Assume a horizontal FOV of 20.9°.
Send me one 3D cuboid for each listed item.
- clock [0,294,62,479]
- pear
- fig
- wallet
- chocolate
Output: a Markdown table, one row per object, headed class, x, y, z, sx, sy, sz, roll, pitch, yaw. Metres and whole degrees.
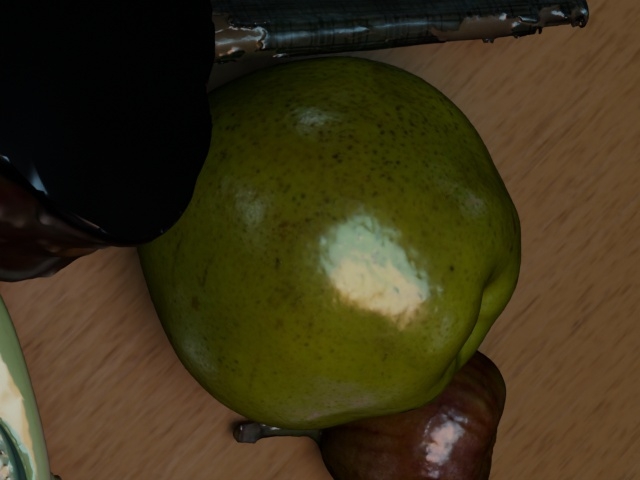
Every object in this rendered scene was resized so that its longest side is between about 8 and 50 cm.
| class | x | y | z | sx | sy | sz | roll | pitch | yaw |
| --- | --- | --- | --- | --- | --- | --- | --- | --- | --- |
| clock | -0.341 | 0.192 | 1.300 | 0.286 | 0.117 | 0.348 | -22 | 103 | -16 |
| pear | 0.000 | 0.000 | 1.318 | 0.294 | 0.294 | 0.294 | -2 | 97 | -19 |
| fig | 0.066 | 0.166 | 1.436 | 0.148 | 0.202 | 0.149 | -44 | 113 | -48 |
| wallet | 0.035 | -0.198 | 1.362 | 0.317 | 0.169 | 0.044 | -8 | 124 | -18 |
| chocolate | -0.217 | -0.122 | 1.239 | 0.225 | 0.210 | 0.340 | 4 | 66 | -32 |
